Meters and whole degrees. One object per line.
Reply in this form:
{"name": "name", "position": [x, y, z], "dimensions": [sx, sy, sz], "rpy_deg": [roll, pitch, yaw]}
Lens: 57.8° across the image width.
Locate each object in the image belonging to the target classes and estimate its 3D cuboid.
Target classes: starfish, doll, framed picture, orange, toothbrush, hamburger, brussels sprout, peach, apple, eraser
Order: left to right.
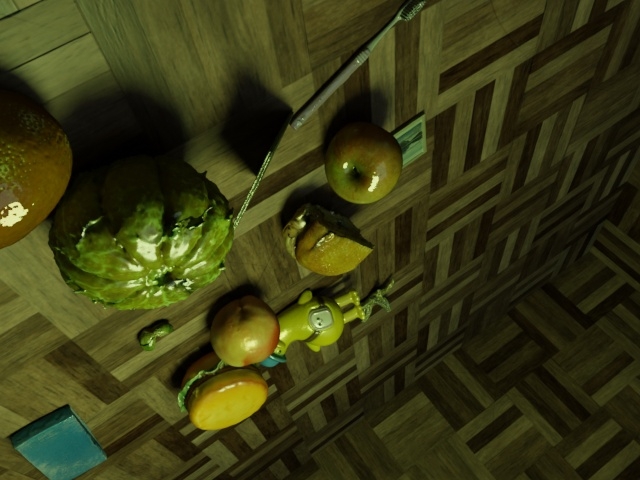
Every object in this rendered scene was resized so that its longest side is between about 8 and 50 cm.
{"name": "orange", "position": [-0.449, -0.080, 0.772], "dimensions": [0.237, 0.158, 0.179], "rpy_deg": [-40, 134, 1]}
{"name": "eraser", "position": [-0.648, 0.522, 1.459], "dimensions": [0.144, 0.042, 0.311], "rpy_deg": [-27, 147, -21]}
{"name": "orange", "position": [-0.288, -0.015, 0.979], "dimensions": [0.300, 0.223, 0.301], "rpy_deg": [-21, 149, 2]}
{"name": "brussels sprout", "position": [-0.389, 0.221, 1.361], "dimensions": [0.083, 0.046, 0.051], "rpy_deg": [-44, 148, -14]}
{"name": "hamburger", "position": [-0.272, 0.392, 1.589], "dimensions": [0.246, 0.170, 0.246], "rpy_deg": [-17, 137, -17]}
{"name": "peach", "position": [-0.190, 0.229, 1.469], "dimensions": [0.184, 0.184, 0.184], "rpy_deg": [-29, 148, -20]}
{"name": "framed picture", "position": [-0.105, -0.136, 1.085], "dimensions": [0.173, 0.010, 0.231], "rpy_deg": [-59, -171, 28]}
{"name": "doll", "position": [-0.050, 0.248, 1.709], "dimensions": [0.363, 0.145, 0.199], "rpy_deg": [-23, 107, -13]}
{"name": "hamburger", "position": [0.000, 0.000, 1.411], "dimensions": [0.157, 0.143, 0.283], "rpy_deg": [-40, 150, 19]}
{"name": "toothbrush", "position": [0.071, -0.346, 1.138], "dimensions": [0.354, 0.029, 0.024], "rpy_deg": [-44, 137, 7]}
{"name": "apple", "position": [0.095, -0.170, 1.269], "dimensions": [0.155, 0.183, 0.182], "rpy_deg": [-51, 169, -54]}
{"name": "starfish", "position": [0.174, 0.215, 1.974], "dimensions": [0.176, 0.053, 0.208], "rpy_deg": [-23, 143, -27]}
{"name": "framed picture", "position": [0.183, -0.216, 1.452], "dimensions": [0.203, 0.015, 0.150], "rpy_deg": [-35, 149, -10]}
